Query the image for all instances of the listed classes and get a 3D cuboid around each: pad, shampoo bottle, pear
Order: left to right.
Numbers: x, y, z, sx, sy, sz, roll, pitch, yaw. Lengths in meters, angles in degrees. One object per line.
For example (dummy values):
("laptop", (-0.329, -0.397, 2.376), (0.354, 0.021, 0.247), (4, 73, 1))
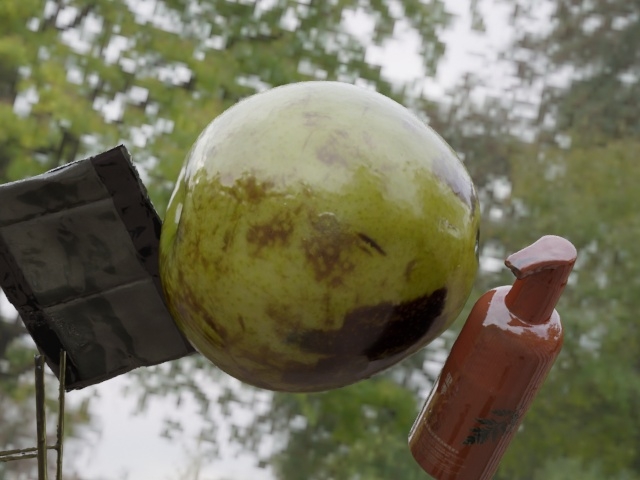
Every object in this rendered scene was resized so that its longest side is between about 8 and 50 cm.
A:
("pad", (-0.204, 0.031, 1.440), (0.174, 0.022, 0.233), (-17, -58, 12))
("pear", (0.000, 0.000, 1.356), (0.283, 0.284, 0.283), (11, -16, 3))
("shampoo bottle", (0.145, 0.095, 1.281), (0.085, 0.085, 0.244), (14, -51, -7))

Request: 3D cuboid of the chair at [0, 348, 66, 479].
("chair", (-0.298, 0.262, 1.406), (0.170, 0.326, 0.160), (-4, -5, -1))
